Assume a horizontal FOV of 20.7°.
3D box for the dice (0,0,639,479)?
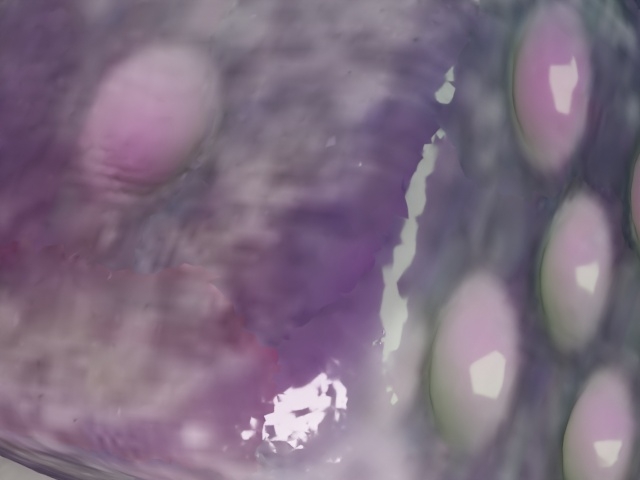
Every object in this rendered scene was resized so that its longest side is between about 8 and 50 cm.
[{"bbox_3d":[0.000,0.000,0.800,0.271,0.270,0.270,34,68,-50],"label":"dice"}]
